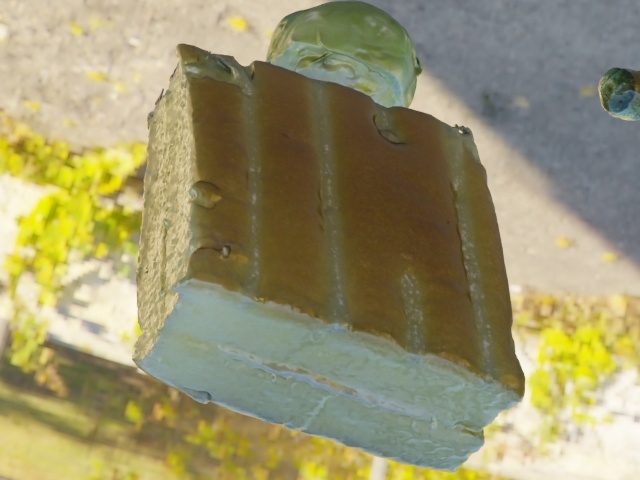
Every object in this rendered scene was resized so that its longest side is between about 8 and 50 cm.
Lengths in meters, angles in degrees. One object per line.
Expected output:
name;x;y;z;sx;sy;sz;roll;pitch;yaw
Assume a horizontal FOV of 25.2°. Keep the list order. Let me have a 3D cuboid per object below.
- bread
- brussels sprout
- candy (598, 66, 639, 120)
bread;0.000;0.000;0.930;0.239;0.246;0.111;20;132;-21
brussels sprout;0.028;-0.187;1.454;0.149;0.122;0.151;-12;142;32
candy;0.355;-0.107;1.477;0.061;0.202;0.061;-20;143;-16
